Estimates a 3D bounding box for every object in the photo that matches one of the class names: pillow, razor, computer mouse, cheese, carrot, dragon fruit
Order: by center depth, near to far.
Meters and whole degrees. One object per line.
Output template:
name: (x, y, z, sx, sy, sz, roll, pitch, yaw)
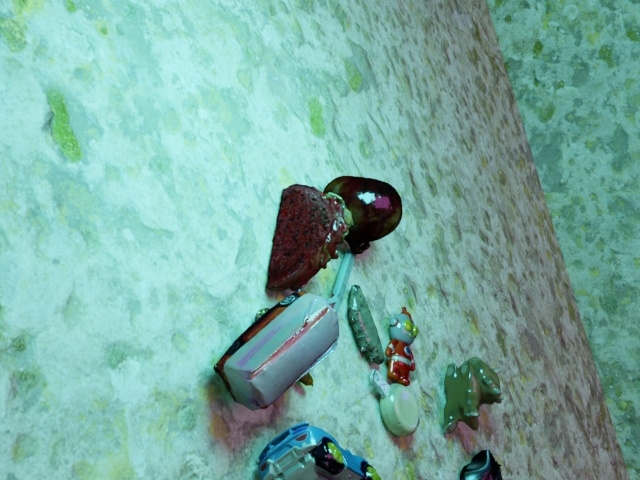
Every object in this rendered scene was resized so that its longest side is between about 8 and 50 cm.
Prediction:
carrot: (-0.084, 0.260, 1.626, 0.247, 0.059, 0.059, 59, 37, -23)
dragon fruit: (0.000, 0.000, 1.722, 0.152, 0.205, 0.316, 39, 48, -38)
razor: (0.054, 0.117, 1.869, 0.111, 0.056, 0.277, 52, 40, -23)
pillow: (0.120, 0.243, 1.906, 0.093, 0.051, 0.241, -19, 91, -60)
cheese: (0.204, 0.452, 1.917, 0.227, 0.064, 0.137, 55, 35, -24)
computer mouse: (0.532, 0.768, 2.187, 0.233, 0.096, 0.137, -30, 99, -53)

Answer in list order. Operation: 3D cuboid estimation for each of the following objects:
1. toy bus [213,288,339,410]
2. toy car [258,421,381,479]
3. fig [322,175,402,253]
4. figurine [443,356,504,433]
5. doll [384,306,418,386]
toy bus: (-0.085, 0.236, 1.499, 0.303, 0.147, 0.127, -38, 121, -32)
toy car: (0.000, 0.528, 1.531, 0.314, 0.198, 0.166, 42, 14, -38)
fig: (0.113, -0.084, 1.898, 0.235, 0.235, 0.214, 35, 73, -40)
figurine: (0.502, 0.503, 2.196, 0.173, 0.177, 0.247, 27, 41, -22)
doll: (0.244, 0.308, 2.026, 0.142, 0.076, 0.244, 39, 51, -38)
